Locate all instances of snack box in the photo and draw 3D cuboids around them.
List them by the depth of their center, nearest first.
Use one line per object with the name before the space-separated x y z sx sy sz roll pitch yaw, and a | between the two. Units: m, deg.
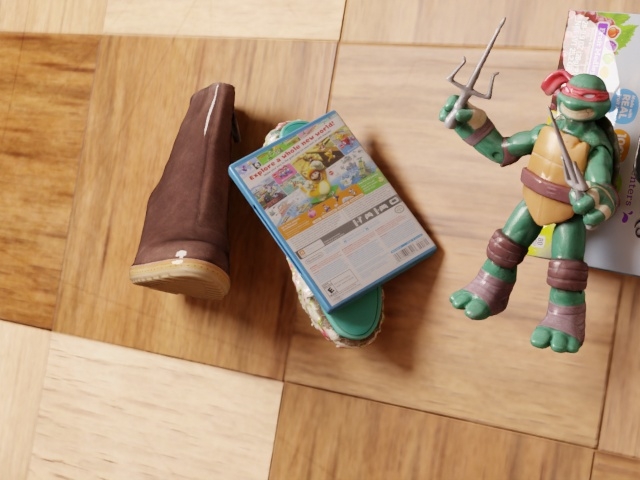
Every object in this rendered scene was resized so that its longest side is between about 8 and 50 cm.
snack box | 0.268 -0.073 1.156 0.174 0.070 0.207 12 92 37

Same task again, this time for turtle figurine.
turtle figurine | 0.175 -0.043 1.106 0.175 0.118 0.234 33 121 52

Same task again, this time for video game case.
video game case | 0.010 -0.028 1.311 0.119 0.015 0.166 -30 72 -18

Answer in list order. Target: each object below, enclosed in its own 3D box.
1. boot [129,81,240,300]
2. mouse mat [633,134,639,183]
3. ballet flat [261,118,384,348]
boot | -0.120 -0.052 1.372 0.248 0.090 0.207 176 106 -76
mouse mat | 0.338 -0.096 1.076 0.189 0.007 0.153 12 90 -1
ballet flat | 0.000 0.000 1.353 0.077 0.091 0.241 127 134 -55
